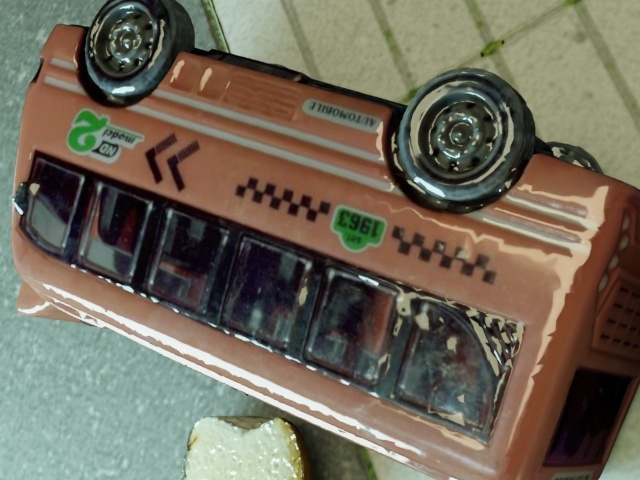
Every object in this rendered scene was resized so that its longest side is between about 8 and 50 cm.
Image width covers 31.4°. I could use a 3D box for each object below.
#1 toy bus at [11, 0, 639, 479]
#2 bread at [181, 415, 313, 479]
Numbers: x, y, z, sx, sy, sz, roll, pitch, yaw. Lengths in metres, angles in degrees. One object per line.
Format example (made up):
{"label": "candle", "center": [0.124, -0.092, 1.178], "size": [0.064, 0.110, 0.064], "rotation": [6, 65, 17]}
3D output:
{"label": "toy bus", "center": [0.000, 0.000, 0.737], "size": [0.427, 0.203, 0.233], "rotation": [19, 90, 30]}
{"label": "bread", "center": [-0.053, 0.186, 0.805], "size": [0.126, 0.044, 0.129], "rotation": [4, 80, 38]}
